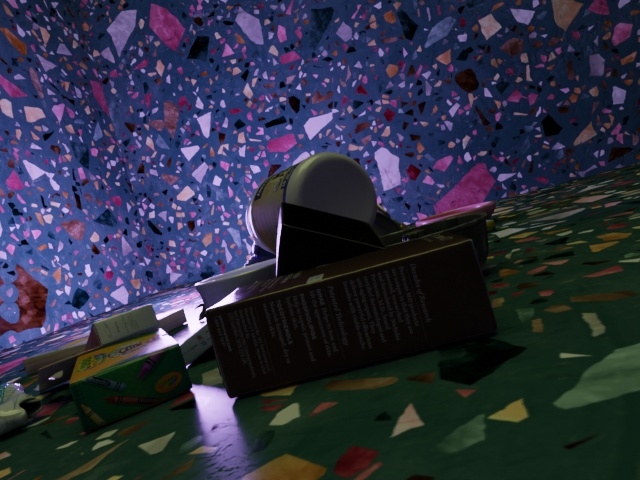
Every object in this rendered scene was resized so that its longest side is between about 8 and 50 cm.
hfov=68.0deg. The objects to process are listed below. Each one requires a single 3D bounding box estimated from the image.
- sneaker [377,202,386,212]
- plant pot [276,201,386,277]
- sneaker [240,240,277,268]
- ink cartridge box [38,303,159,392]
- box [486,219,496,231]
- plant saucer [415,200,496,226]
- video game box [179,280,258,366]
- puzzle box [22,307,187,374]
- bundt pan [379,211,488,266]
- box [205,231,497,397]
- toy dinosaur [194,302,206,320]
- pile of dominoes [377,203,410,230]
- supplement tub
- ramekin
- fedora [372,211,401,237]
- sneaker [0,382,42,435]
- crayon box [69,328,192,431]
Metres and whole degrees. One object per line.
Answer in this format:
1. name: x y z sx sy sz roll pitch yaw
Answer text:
1. sneaker: 0.116 -0.002 1.634 0.366 0.210 0.137 -18 3 -30
2. plant pot: -0.004 0.043 0.910 0.188 0.166 0.188 14 16 -9
3. sneaker: -0.287 0.076 2.143 0.323 0.236 0.130 -15 3 21
4. ink cartridge box: -0.512 0.246 1.073 0.239 0.060 0.275 -17 -15 -35
5. box: 0.518 -0.032 1.693 0.179 0.043 0.105 -14 3 -2
6. plant saucer: 0.572 -0.084 2.000 0.332 0.084 0.332 -15 2 1
7. video game box: -0.209 0.173 1.034 0.187 0.048 0.205 -42 2 1
8. puzzle box: -0.664 0.312 1.492 0.409 0.052 0.272 -16 3 15
9. bundt pan: 0.229 0.038 1.078 0.331 0.124 0.331 -16 2 1
10. box: 0.042 0.102 0.725 0.382 0.143 0.191 -14 3 5
11. toy dinosaur: -0.256 0.160 1.513 0.314 0.120 0.160 -21 17 -12
12. pile of dominoes: 0.258 -0.044 1.481 0.040 0.196 0.251 -45 -14 3
13. supplement tub: -0.037 -0.072 1.161 0.228 0.228 0.316 -18 4 -30
14. ramekin: -0.188 0.141 1.294 0.278 0.135 0.277 -16 2 1
15. fedora: 0.103 0.036 1.335 0.243 0.276 0.124 -57 18 31
16. sneaker: -0.556 0.309 0.876 0.083 0.071 0.191 -10 9 -22
17. crayon box: -0.342 0.234 0.848 0.166 0.081 0.278 -18 3 -25
